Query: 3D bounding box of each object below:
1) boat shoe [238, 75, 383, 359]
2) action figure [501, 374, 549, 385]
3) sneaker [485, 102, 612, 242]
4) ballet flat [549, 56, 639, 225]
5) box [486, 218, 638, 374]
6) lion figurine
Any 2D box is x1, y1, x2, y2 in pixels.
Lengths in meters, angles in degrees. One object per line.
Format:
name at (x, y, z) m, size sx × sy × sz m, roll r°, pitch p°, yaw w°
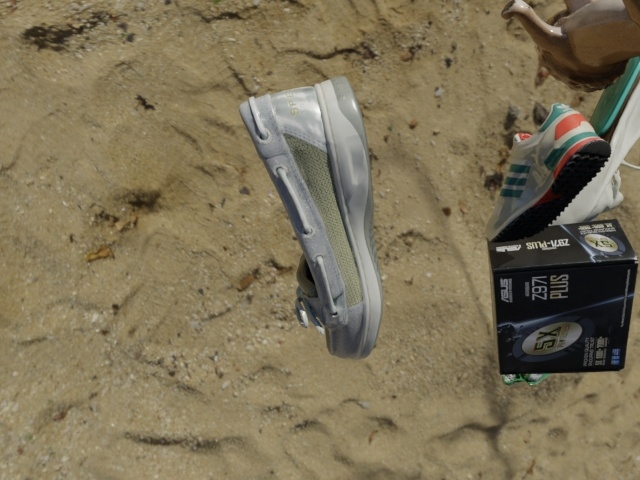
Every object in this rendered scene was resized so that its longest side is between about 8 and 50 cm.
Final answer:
boat shoe at (0.000, 0.001, 0.522) m, size 0.102 × 0.118 × 0.321 m, roll -10°, pitch 130°, yaw -2°
action figure at (0.436, 0.196, 1.010) m, size 0.232 × 0.137 × 0.063 m, roll -49°, pitch 140°, yaw 4°
sneaker at (0.212, -0.064, 0.522) m, size 0.057 × 0.075 × 0.161 m, roll -3°, pitch 146°, yaw -20°
ballet flat at (0.498, -0.135, 0.915) m, size 0.139 × 0.139 × 0.400 m, roll 32°, pitch 93°, yaw -38°
box at (0.284, 0.074, 0.631) m, size 0.147 × 0.078 × 0.180 m, roll -5°, pitch 125°, yaw 15°
lion figurine at (0.414, -0.300, 0.713) m, size 0.240 × 0.392 × 0.142 m, roll 34°, pitch 98°, yaw -15°
